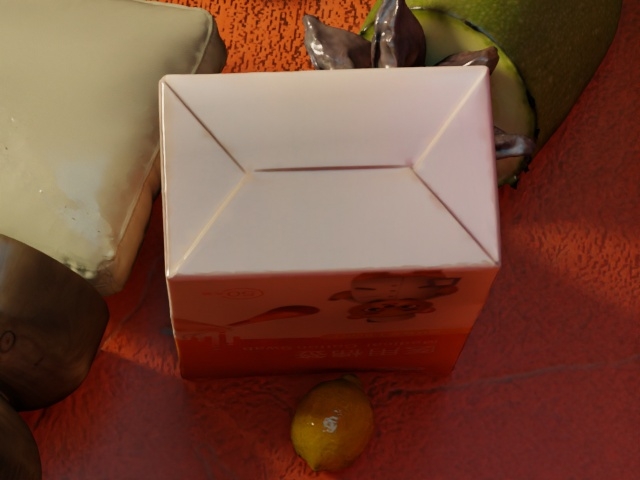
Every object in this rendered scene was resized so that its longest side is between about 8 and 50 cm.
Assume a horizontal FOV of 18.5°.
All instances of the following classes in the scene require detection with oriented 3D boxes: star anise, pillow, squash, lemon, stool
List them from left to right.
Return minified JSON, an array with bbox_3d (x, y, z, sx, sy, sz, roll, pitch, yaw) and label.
[{"bbox_3d":[-0.280,0.139,1.421,0.179,0.179,0.264,17,68,5],"label":"stool"},{"bbox_3d":[-0.259,-0.103,1.543,0.322,0.119,0.255,15,65,17],"label":"pillow"},{"bbox_3d":[0.010,0.139,1.497,0.062,0.062,0.083,21,67,6],"label":"lemon"},{"bbox_3d":[0.048,-0.110,1.521,0.063,0.208,0.171,-42,110,-51],"label":"star anise"},{"bbox_3d":[0.144,-0.175,1.636,0.189,0.189,0.260,27,42,8],"label":"squash"}]

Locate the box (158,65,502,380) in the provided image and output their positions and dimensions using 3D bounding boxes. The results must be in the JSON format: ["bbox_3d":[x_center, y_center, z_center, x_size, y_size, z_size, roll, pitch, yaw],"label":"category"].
[{"bbox_3d":[0.000,0.000,1.407,0.225,0.341,0.143,-2,75,-3],"label":"box"}]
